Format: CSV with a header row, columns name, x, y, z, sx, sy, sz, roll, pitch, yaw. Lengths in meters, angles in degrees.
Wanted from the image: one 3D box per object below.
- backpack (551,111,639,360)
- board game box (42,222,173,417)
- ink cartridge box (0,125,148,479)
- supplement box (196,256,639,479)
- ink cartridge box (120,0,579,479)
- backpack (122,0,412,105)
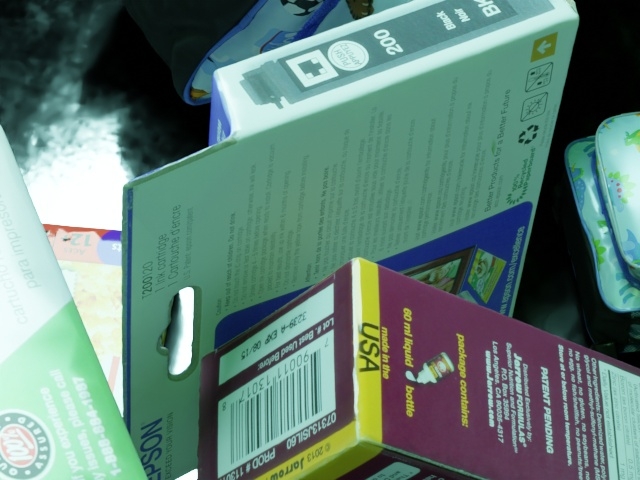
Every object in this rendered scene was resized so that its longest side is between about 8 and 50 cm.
name,x,y,z,sx,sy,sz,roll,pitch,yaw
backpack,0.175,-0.008,0.922,0.114,0.084,0.105,-8,61,-6
board game box,-0.152,0.083,0.901,0.147,0.045,0.193,4,59,5
ink cartridge box,-0.229,0.089,0.775,0.278,0.117,0.201,-15,58,-20
supplement box,0.056,0.087,0.802,0.188,0.104,0.080,22,53,-32
ink cartridge box,0.000,0.000,0.833,0.208,0.206,0.045,-22,54,-24
backpack,0.041,-0.183,0.940,0.263,0.276,0.213,-43,97,-26
